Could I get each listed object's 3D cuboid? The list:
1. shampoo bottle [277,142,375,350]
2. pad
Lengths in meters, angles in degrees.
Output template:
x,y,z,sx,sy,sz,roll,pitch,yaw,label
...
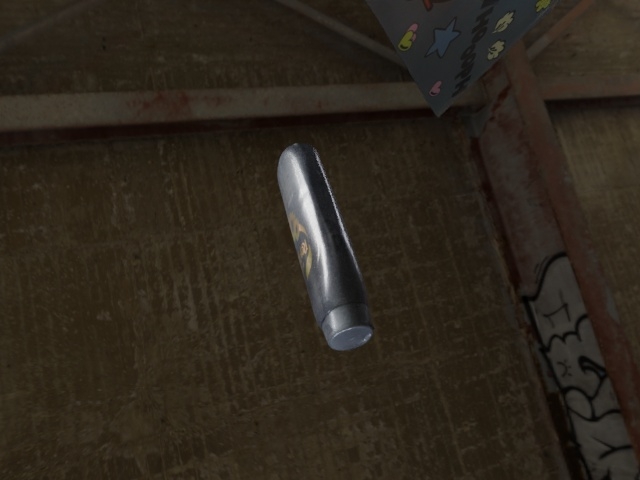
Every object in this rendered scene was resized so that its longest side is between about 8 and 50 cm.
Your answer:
x,y,z,sx,sy,sz,roll,pitch,yaw,label
0.000,0.000,0.517,0.049,0.087,0.233,-5,-129,-16,shampoo bottle
0.125,-0.207,0.398,0.170,0.245,0.006,-44,-118,12,pad
